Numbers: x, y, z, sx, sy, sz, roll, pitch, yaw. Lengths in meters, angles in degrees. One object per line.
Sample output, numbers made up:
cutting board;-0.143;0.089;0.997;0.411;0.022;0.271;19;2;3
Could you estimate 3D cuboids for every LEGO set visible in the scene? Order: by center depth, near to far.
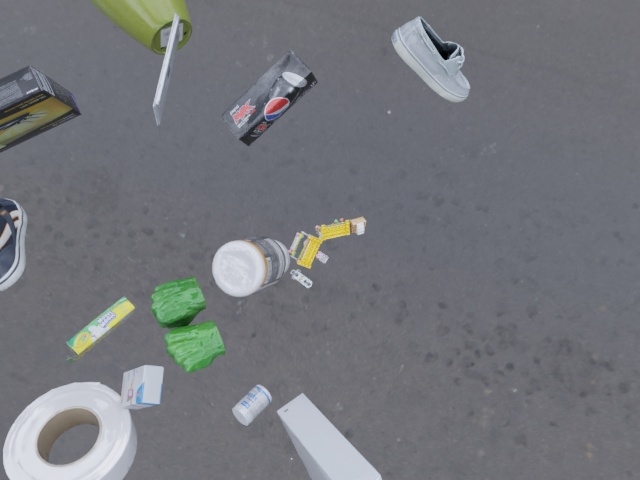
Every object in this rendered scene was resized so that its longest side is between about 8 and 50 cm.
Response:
LEGO set;0.000;0.000;1.571;0.287;0.107;0.132;-46;119;-10

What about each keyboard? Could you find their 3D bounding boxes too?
keyboard;-0.334;-0.376;1.121;0.014;0.072;0.256;10;66;-12

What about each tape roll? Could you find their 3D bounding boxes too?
tape roll;-0.600;0.494;1.252;0.286;0.100;0.286;3;45;-3

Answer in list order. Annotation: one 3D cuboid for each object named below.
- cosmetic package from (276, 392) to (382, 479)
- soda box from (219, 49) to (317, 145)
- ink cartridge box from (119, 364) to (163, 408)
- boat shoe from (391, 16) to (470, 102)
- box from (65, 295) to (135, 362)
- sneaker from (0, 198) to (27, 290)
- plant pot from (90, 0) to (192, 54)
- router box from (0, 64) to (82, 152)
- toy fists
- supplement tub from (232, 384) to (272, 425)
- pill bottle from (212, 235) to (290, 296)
cosmetic package;0.052;0.589;1.270;0.097;0.377;0.284;-33;116;-18
soda box;-0.088;-0.243;0.885;0.169;0.053;0.060;-42;79;7
ink cartridge box;-0.439;0.360;1.256;0.052;0.122;0.088;19;58;-38
boat shoe;0.239;-0.354;1.012;0.227;0.081;0.079;25;52;-36
box;-0.516;0.210;1.187;0.043;0.105;0.179;46;61;-3
sneaker;-0.754;-0.027;1.163;0.126;0.127;0.321;-41;45;-3
plant pot;-0.509;-0.694;1.481;0.275;0.275;0.293;-33;81;-16
router box;-0.882;-0.357;1.455;0.309;0.243;0.081;-26;90;-1
toy fists;-0.380;0.234;1.430;0.142;0.096;0.279;-16;65;-27
supplement tub;-0.205;0.495;1.549;0.071;0.071;0.107;40;51;13
pill bottle;-0.198;0.071;1.554;0.162;0.278;0.162;1;94;15
